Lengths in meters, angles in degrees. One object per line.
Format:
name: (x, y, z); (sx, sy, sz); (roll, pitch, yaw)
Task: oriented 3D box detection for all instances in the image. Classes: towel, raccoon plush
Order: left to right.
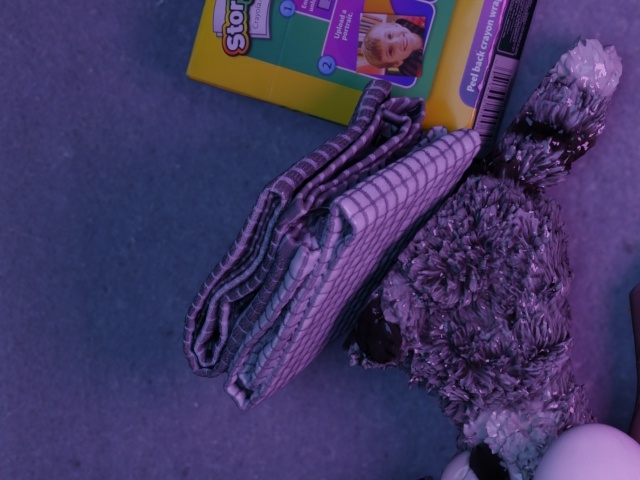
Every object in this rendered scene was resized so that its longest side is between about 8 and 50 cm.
towel: (0.000, 0.000, 1.690); (0.121, 0.235, 0.284); (40, 134, 13)
raccoon plush: (0.231, 0.064, 1.682); (0.299, 0.216, 0.446); (37, 103, 9)

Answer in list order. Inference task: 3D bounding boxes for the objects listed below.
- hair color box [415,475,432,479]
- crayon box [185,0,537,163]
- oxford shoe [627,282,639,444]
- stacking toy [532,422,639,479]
hair color box: (0.050, 0.341, 1.670); (0.110, 0.339, 0.185); (-26, 81, 20)
crayon box: (0.063, -0.292, 1.783); (0.313, 0.106, 0.363); (19, 98, 21)
oxford shoe: (0.338, 0.097, 1.703); (0.098, 0.097, 0.271); (23, 95, 39)
stacking toy: (0.247, 0.396, 1.553); (0.350, 0.350, 0.480); (-4, 100, 21)
